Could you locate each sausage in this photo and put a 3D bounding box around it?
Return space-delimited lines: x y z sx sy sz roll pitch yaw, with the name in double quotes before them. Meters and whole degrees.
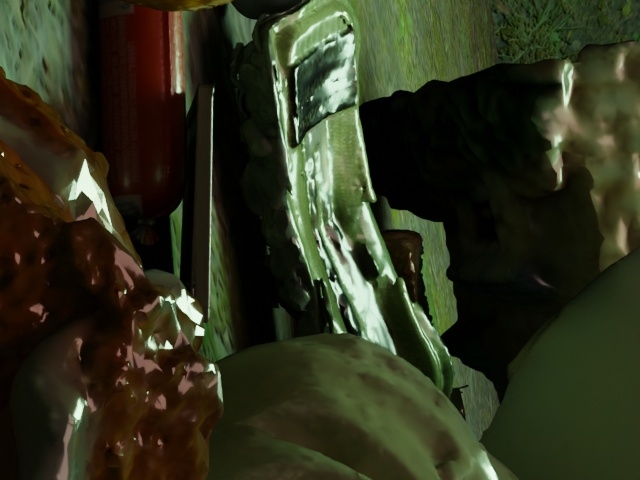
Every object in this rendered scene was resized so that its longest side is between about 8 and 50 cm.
"sausage" -0.082 -0.070 0.710 0.048 0.050 0.145 -11 -99 57

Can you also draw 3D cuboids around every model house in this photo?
"model house" 0.256 0.041 1.308 0.445 0.395 0.400 177 -97 -70

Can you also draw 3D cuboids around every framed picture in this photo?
"framed picture" -0.062 -0.016 0.745 0.149 0.011 0.109 170 -78 -82

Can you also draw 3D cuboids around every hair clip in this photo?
"hair clip" -0.002 -0.001 0.992 0.138 0.091 0.321 -38 119 -49

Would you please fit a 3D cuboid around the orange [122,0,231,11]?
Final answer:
"orange" -0.060 -0.183 0.608 0.177 0.155 0.178 7 90 -71

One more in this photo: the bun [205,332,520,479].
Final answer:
"bun" 0.016 0.221 0.690 0.359 0.210 0.360 -2 90 -79

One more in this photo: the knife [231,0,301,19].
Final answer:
"knife" -0.076 -0.208 0.827 0.331 0.044 0.080 43 47 -66

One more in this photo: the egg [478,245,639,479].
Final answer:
"egg" 0.276 0.218 0.909 0.354 0.339 0.355 -37 145 -31

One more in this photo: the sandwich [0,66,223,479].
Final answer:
"sandwich" -0.097 0.008 0.343 0.109 0.159 0.185 112 -13 -71

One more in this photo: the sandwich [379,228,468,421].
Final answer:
"sandwich" 0.057 0.124 1.214 0.254 0.099 0.289 -29 114 -76
